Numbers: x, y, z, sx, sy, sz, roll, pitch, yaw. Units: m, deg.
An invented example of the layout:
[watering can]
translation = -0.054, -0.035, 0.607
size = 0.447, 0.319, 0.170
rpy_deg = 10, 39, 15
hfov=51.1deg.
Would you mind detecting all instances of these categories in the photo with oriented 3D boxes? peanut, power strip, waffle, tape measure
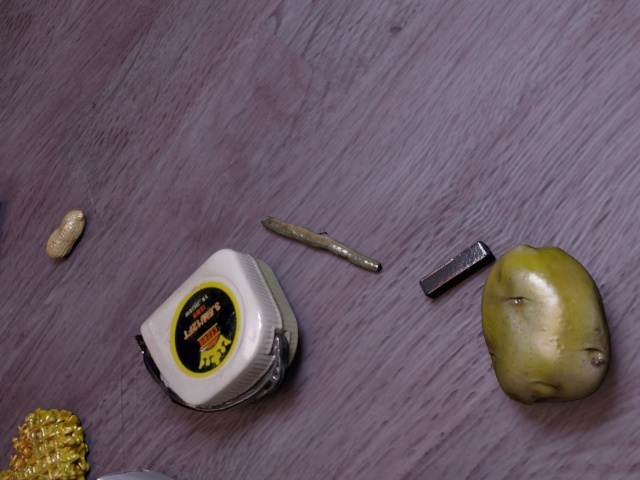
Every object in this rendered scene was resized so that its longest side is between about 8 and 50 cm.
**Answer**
[peanut]
translation = -0.515, -0.013, 1.355
size = 0.054, 0.054, 0.113
rpy_deg = 38, 95, 30
[power strip]
translation = 0.195, 0.042, 0.959
size = 0.111, 0.038, 0.029
rpy_deg = -35, 63, 16
[waffle]
translation = -0.515, 0.412, 1.243
size = 0.197, 0.070, 0.193
rpy_deg = -3, 78, 28
[tape measure]
translation = -0.163, 0.175, 1.076
size = 0.271, 0.133, 0.231
rpy_deg = -40, 55, 17

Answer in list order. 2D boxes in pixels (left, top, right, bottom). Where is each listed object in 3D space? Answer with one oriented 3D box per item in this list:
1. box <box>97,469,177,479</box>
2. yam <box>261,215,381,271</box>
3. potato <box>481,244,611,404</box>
[box]
translation = -0.211, 0.488, 1.018
size = 0.333, 0.145, 0.173
rpy_deg = 11, 82, 31
[yam]
translation = -0.001, 0.001, 1.085
size = 0.234, 0.029, 0.027
rpy_deg = 22, 116, 29
[potato]
translation = 0.278, 0.104, 0.841
size = 0.154, 0.137, 0.200
rpy_deg = -8, 76, 28
